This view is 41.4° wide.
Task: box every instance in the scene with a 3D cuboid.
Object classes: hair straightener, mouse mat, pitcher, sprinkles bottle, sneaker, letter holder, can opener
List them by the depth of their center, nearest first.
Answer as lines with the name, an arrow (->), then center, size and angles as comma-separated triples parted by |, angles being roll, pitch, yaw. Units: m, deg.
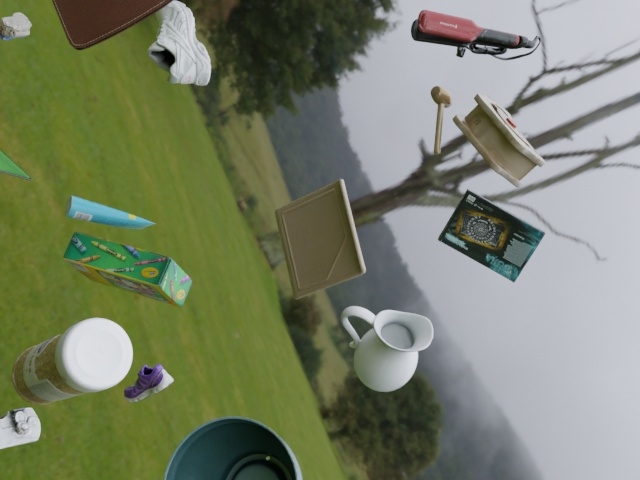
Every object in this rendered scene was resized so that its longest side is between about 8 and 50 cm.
letter holder -> -0.293, -0.454, 1.436 | 0.214, 0.302, 0.152 | 66, 16, 11
hair straightener -> 0.262, -0.344, 1.437 | 0.089, 0.230, 0.047 | 151, -59, -76
mouse mat -> -0.608, -0.166, 1.503 | 0.152, 0.007, 0.190 | 41, 4, 9
sprinkles bottle -> -0.457, 0.226, 1.529 | 0.355, 0.121, 0.121 | -24, -87, 54
pitcher -> 0.113, 0.207, 1.673 | 0.178, 0.125, 0.207 | 23, -34, 5
can opener -> -0.698, 0.398, 1.715 | 0.280, 0.093, 0.074 | -1, 70, -53
sneaker -> -0.320, -0.427, 1.804 | 0.232, 0.115, 0.090 | 62, -33, 26
sneaker -> -0.416, 0.335, 2.022 | 0.068, 0.170, 0.071 | -29, 90, -52

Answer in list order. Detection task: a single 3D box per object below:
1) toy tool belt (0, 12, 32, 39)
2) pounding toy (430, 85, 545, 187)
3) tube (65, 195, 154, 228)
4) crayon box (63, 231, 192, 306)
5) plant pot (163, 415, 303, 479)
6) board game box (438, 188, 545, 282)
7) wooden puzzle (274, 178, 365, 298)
toy tool belt -> -0.619, -0.418, 1.681 | 0.052, 0.083, 0.051 | 55, -41, 16
pounding toy -> 0.339, -0.213, 1.803 | 0.154, 0.155, 0.269 | 12, 39, -53
tube -> -0.512, -0.058, 2.056 | 0.080, 0.207, 0.052 | -6, -108, 57
crayon box -> -0.483, 0.074, 2.132 | 0.165, 0.278, 0.081 | 65, 42, -65
plant pot -> -0.160, 0.532, 1.796 | 0.293, 0.293, 0.196 | 63, 5, 23
board game box -> 0.358, -0.010, 1.779 | 0.186, 0.126, 0.026 | 30, 14, 1
wooden puzzle -> 0.000, 0.000, 1.928 | 0.044, 0.239, 0.221 | 0, 72, -46
